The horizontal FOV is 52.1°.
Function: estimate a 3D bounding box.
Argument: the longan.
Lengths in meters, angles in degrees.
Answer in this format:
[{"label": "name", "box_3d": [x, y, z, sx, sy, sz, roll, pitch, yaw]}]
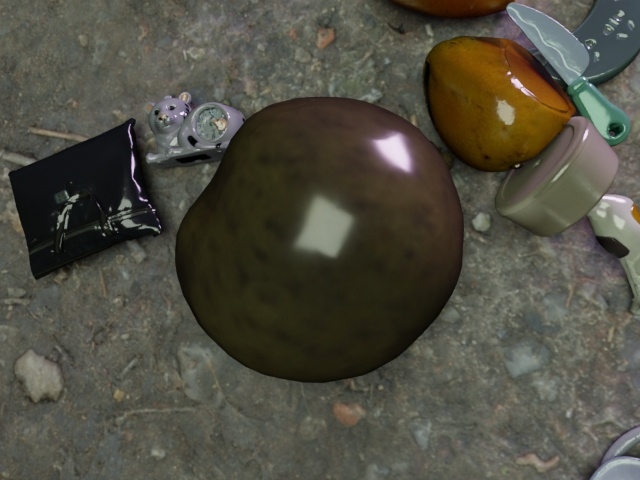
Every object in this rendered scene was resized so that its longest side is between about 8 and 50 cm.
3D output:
[{"label": "longan", "box_3d": [0.000, 0.000, 0.900, 0.405, 0.336, 0.404, 2, 98, 13]}]

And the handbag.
[{"label": "handbag", "box_3d": [-0.399, -0.066, 1.106, 0.254, 0.089, 0.211, -21, 77, 9]}]

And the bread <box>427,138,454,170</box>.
[{"label": "bread", "box_3d": [0.147, -0.125, 1.022, 0.113, 0.060, 0.082, 28, 89, 10]}]

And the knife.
[{"label": "knife", "box_3d": [0.365, -0.251, 0.953, 0.063, 0.034, 0.260, -34, 87, 9]}]

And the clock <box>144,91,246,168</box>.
[{"label": "clock", "box_3d": [-0.207, -0.191, 1.083, 0.176, 0.080, 0.117, -8, 84, 12]}]

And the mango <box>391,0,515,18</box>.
[{"label": "mango", "box_3d": [0.170, -0.430, 1.002, 0.257, 0.138, 0.187, 0, 74, 5]}]

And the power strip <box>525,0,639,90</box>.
[{"label": "power strip", "box_3d": [0.399, -0.314, 0.993, 0.167, 0.054, 0.253, 36, 92, 12]}]

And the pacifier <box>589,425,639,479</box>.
[{"label": "pacifier", "box_3d": [0.486, 0.347, 0.846, 0.287, 0.226, 0.238, -15, 65, 8]}]

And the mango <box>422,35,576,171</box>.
[{"label": "mango", "box_3d": [0.235, -0.203, 0.964, 0.166, 0.136, 0.236, -49, 55, 39]}]

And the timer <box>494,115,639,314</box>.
[{"label": "timer", "box_3d": [0.408, -0.029, 0.940, 0.266, 0.175, 0.175, 38, 93, -7]}]
